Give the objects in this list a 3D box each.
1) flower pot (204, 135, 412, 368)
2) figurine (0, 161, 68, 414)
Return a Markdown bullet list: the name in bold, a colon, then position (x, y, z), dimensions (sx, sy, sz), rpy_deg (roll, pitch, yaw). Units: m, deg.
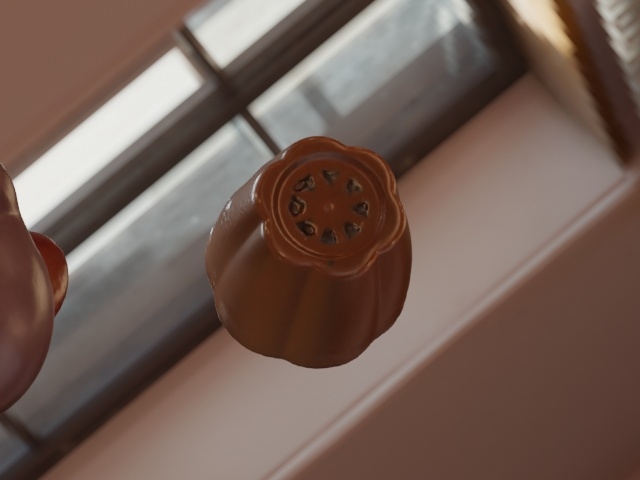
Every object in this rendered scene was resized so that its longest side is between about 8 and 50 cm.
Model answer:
- **flower pot**: position (0.000, 0.000, 1.728), dimensions (0.190, 0.191, 0.173), rpy_deg (50, 160, 10)
- **figurine**: position (-0.335, 0.070, 1.723), dimensions (0.261, 0.270, 0.211), rpy_deg (93, 153, -62)
